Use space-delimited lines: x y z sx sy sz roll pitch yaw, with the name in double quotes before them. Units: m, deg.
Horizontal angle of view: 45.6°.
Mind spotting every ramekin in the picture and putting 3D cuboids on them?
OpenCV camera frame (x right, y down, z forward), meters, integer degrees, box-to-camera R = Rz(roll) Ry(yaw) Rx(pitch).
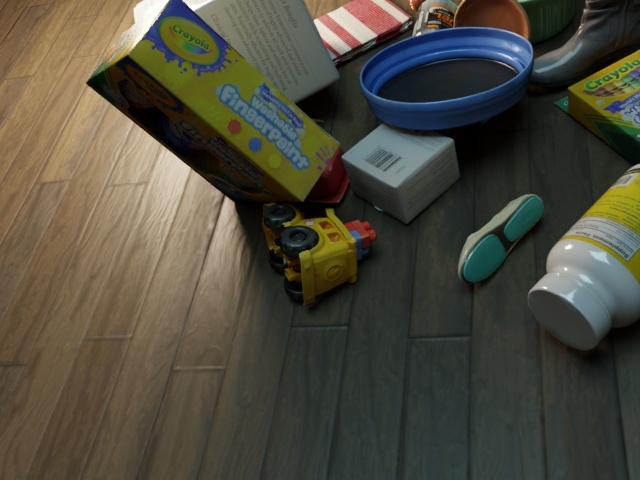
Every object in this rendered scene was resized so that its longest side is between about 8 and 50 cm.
"ramekin" 0.518 -0.640 1.972 0.303 0.148 0.304 -10 47 11

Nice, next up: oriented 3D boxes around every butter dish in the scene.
"butter dish" -0.014 -0.177 1.766 0.159 0.118 0.160 5 51 23

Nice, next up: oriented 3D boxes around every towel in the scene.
"towel" 0.071 -0.594 2.172 0.328 0.037 0.237 -29 46 -8

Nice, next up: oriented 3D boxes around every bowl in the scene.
"bowl" 0.286 -0.371 1.727 0.390 0.077 0.391 -10 36 7

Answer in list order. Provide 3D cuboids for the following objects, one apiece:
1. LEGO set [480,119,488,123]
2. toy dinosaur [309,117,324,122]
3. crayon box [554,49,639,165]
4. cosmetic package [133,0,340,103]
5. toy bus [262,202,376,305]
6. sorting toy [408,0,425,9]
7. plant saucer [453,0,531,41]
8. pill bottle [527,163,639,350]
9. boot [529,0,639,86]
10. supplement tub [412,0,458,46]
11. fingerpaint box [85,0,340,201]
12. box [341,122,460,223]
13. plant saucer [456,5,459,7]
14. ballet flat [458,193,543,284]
"LEGO set" 0.364 -0.352 1.816 0.093 0.087 0.227 -35 41 -17
"toy dinosaur" -0.110 -0.318 1.968 0.211 0.064 0.112 22 59 34
"crayon box" 0.685 -0.294 1.645 0.203 0.083 0.323 -28 46 -7
"cosmetic package" -0.216 -0.502 1.928 0.393 0.330 0.327 -27 34 4
"toy bus" 0.000 0.000 1.597 0.211 0.150 0.220 -20 42 -16
"sorting toy" 0.288 -0.693 2.185 0.102 0.042 0.061 -34 62 -28
"plant saucer" 0.424 -0.522 1.869 0.199 0.200 0.037 17 44 31
"pill bottle" 0.524 0.030 1.338 0.334 0.188 0.188 -42 49 -18
"boot" 0.617 -0.505 1.757 0.338 0.223 0.118 -22 40 -1
"supplement tub" 0.298 -0.533 1.977 0.116 0.117 0.191 -2 50 19
"fingerpaint box" -0.238 -0.268 1.613 0.163 0.444 0.371 -57 26 -15
"box" 0.179 -0.162 1.682 0.182 0.119 0.181 -40 48 -18
"plant saucer" 0.368 -0.615 2.096 0.083 0.015 0.084 -10 47 11
"ballet flat" 0.346 -0.004 1.520 0.248 0.086 0.086 -39 48 -18
